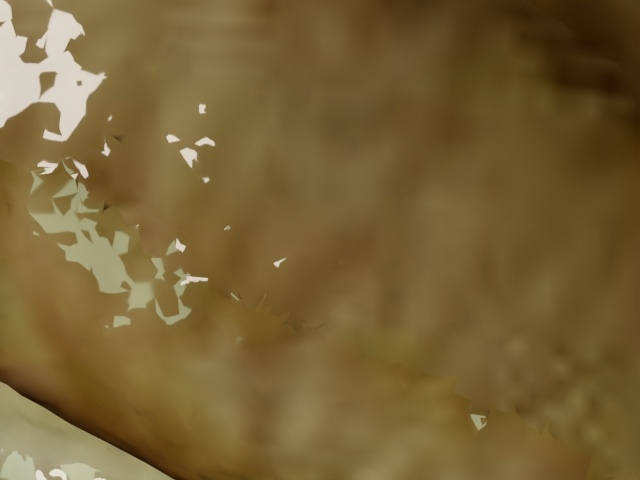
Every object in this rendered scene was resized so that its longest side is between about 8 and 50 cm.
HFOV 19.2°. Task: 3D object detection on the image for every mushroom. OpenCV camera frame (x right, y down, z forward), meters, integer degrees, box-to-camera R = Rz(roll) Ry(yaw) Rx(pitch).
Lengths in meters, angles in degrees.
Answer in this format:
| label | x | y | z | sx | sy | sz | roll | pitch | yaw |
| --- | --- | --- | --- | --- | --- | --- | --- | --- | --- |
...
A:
| label | x | y | z | sx | sy | sz | roll | pitch | yaw |
| --- | --- | --- | --- | --- | --- | --- | --- | --- | --- |
| mushroom | 0.043 | -0.015 | 0.425 | 0.397 | 0.224 | 0.313 | 6 | 142 | 38 |
